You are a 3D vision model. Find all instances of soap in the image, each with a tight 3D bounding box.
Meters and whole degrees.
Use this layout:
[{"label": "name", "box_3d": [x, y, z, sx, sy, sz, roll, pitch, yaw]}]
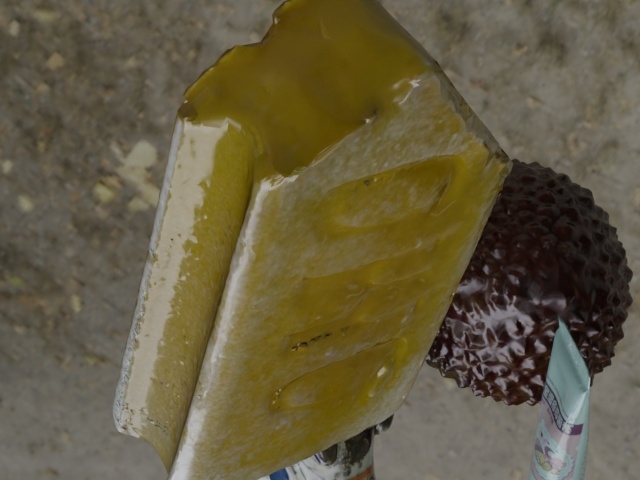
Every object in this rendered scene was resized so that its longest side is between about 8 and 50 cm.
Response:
[{"label": "soap", "box_3d": [0.000, 0.000, 0.581, 0.080, 0.160, 0.257, 48, 138, 30]}]

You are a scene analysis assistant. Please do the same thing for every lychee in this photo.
[{"label": "lychee", "box_3d": [0.202, 0.041, 1.338, 0.300, 0.264, 0.264, 47, 145, -22]}]

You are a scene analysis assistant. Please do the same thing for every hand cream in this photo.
[{"label": "hand cream", "box_3d": [0.246, 0.222, 1.257, 0.058, 0.085, 0.331, -5, 130, -6]}]

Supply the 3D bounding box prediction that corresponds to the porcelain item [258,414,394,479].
[{"label": "porcelain item", "box_3d": [-0.017, 0.235, 1.223, 0.186, 0.138, 0.288, 4, 109, 43]}]
